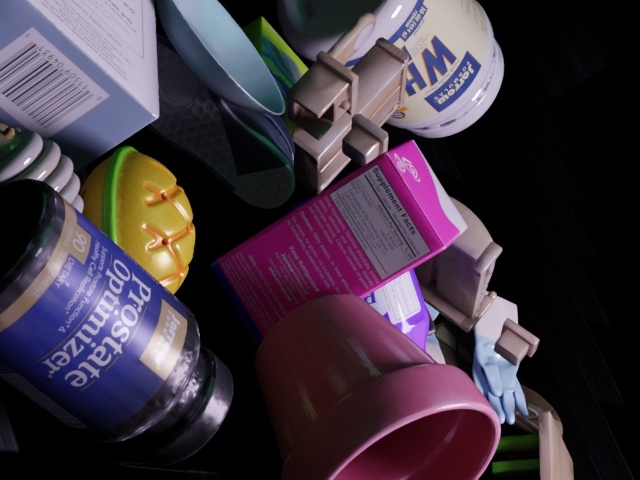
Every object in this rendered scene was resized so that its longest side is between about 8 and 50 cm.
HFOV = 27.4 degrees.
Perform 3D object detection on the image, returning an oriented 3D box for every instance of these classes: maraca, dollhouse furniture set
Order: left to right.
[{"bbox_3d":[-0.153,0.014,1.080,0.127,0.099,0.186,45,41,-71],"label":"maraca"},{"bbox_3d":[0.153,-0.064,1.515,0.355,0.174,0.303,37,-17,15],"label":"dollhouse furniture set"}]

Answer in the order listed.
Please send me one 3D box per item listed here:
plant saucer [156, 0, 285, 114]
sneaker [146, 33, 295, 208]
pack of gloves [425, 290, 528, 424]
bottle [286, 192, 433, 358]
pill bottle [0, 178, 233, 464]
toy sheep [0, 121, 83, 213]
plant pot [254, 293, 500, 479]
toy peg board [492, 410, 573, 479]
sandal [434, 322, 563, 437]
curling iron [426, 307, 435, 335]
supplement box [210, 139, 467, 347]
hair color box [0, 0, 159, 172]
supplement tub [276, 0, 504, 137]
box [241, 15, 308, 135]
[{"bbox_3d":[-0.110,-0.193,1.301,0.195,0.037,0.195,50,14,-17],"label":"plant saucer"},{"bbox_3d":[-0.115,-0.137,1.403,0.226,0.086,0.163,46,14,-11],"label":"sneaker"},{"bbox_3d":[0.171,0.140,1.693,0.195,0.046,0.232,24,38,-18],"label":"pack of gloves"},{"bbox_3d":[0.056,0.080,1.428,0.092,0.118,0.283,-25,99,-48],"label":"bottle"},{"bbox_3d":[-0.164,0.066,0.934,0.219,0.123,0.123,45,24,-35],"label":"pill bottle"},{"bbox_3d":[-0.223,-0.036,1.002,0.132,0.091,0.091,55,20,-26],"label":"toy sheep"},{"bbox_3d":[0.035,0.154,1.208,0.201,0.201,0.180,32,18,-51],"label":"plant pot"},{"bbox_3d":[0.266,0.322,1.645,0.160,0.079,0.161,58,30,-52],"label":"toy peg board"},{"bbox_3d":[0.222,0.198,1.733,0.219,0.060,0.090,39,35,1],"label":"sandal"},{"bbox_3d":[0.084,0.026,1.681,0.068,0.035,0.274,11,42,-28],"label":"curling iron"},{"bbox_3d":[0.020,0.006,1.309,0.114,0.220,0.111,59,20,0],"label":"supplement box"},{"bbox_3d":[-0.252,-0.256,1.197,0.185,0.113,0.374,43,26,-39],"label":"hair color box"},{"bbox_3d":[0.112,-0.308,1.944,0.325,0.235,0.235,33,33,-50],"label":"supplement tub"},{"bbox_3d":[-0.057,-0.198,1.675,0.109,0.042,0.178,46,23,-31],"label":"box"}]
